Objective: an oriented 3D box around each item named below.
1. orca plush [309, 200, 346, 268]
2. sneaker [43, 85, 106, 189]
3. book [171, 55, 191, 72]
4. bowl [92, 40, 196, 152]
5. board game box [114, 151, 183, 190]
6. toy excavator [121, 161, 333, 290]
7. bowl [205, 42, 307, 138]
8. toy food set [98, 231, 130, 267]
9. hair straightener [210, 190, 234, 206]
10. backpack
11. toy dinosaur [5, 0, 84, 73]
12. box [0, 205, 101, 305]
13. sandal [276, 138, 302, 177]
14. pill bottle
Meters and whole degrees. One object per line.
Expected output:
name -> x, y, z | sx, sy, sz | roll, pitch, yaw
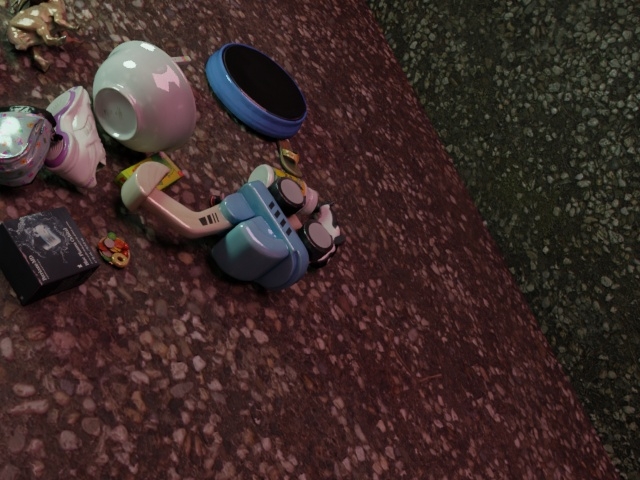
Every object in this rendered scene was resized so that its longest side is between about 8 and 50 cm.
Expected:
orca plush -> 0.000, 0.000, 2.204 | 0.151, 0.102, 0.287 | -8, 42, -4
sneaker -> -0.597, -0.248, 1.693 | 0.152, 0.114, 0.305 | 47, 26, -47
book -> -0.464, -0.514, 2.081 | 0.035, 0.096, 0.144 | 55, 34, 3
bowl -> -0.471, -0.340, 1.747 | 0.298, 0.298, 0.134 | 50, 41, -4
board game box -> -0.447, -0.165, 1.823 | 0.092, 0.043, 0.181 | 49, 33, -5
toy excavator -> -0.237, -0.039, 1.798 | 0.432, 0.222, 0.445 | 56, 35, 5
bowl -> -0.208, -0.524, 2.393 | 0.391, 0.077, 0.391 | 31, 36, -25
toy food set -> -0.483, 0.023, 1.626 | 0.083, 0.020, 0.083 | 36, 37, -23
hair straightener -> -0.205, -0.102, 2.019 | 0.231, 0.089, 0.047 | 18, 62, -44
backpack -> -0.662, -0.206, 1.500 | 0.115, 0.152, 0.181 | 82, 8, -55
toy dinosaur -> -0.736, -0.564, 1.789 | 0.200, 0.127, 0.295 | 37, 48, -9
box -> -0.574, 0.029, 1.445 | 0.156, 0.093, 0.158 | 56, 35, 5
sandal -> -0.101, -0.291, 2.353 | 0.072, 0.049, 0.180 | 13, 50, -44
pill bottle -> -0.113, -0.148, 2.144 | 0.209, 0.118, 0.117 | 21, 44, -38
